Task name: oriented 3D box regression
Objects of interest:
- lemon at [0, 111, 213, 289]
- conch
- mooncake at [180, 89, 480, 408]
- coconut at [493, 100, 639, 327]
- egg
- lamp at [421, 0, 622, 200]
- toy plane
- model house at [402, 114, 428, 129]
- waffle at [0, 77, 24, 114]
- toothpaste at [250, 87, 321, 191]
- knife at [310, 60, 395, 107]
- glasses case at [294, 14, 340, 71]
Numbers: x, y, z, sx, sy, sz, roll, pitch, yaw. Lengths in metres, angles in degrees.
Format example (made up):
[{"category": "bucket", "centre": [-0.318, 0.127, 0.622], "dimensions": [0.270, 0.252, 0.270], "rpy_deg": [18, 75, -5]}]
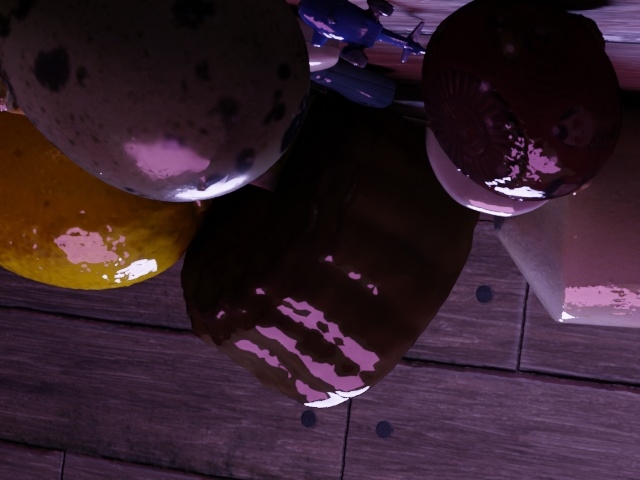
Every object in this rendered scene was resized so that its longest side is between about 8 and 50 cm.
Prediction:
[{"category": "lemon", "centre": [-0.255, -0.073, 1.953], "dimensions": [0.320, 0.245, 0.245], "rpy_deg": [10, 178, 18]}, {"category": "conch", "centre": [0.160, -0.113, 1.690], "dimensions": [0.158, 0.127, 0.255], "rpy_deg": [-5, -156, -8]}, {"category": "mooncake", "centre": [0.001, 0.000, 1.941], "dimensions": [0.187, 0.324, 0.324], "rpy_deg": [34, 166, -23]}, {"category": "coconut", "centre": [0.279, -0.026, 1.817], "dimensions": [0.241, 0.241, 0.241], "rpy_deg": [7, 177, 0]}, {"category": "egg", "centre": [-0.118, -0.122, 1.289], "dimensions": [0.228, 0.177, 0.177], "rpy_deg": [20, 178, 3]}, {"category": "lamp", "centre": [0.151, -0.110, 1.360], "dimensions": [0.135, 0.156, 0.157], "rpy_deg": [-33, -123, -28]}, {"category": "toy plane", "centre": [0.033, -0.163, 1.433], "dimensions": [0.062, 0.054, 0.167], "rpy_deg": [36, -166, 35]}, {"category": "model house", "centre": [0.092, -0.094, 2.183], "dimensions": [0.207, 0.136, 0.219], "rpy_deg": [48, 145, -16]}, {"category": "waffle", "centre": [-0.319, -0.154, 1.676], "dimensions": [0.304, 0.077, 0.348], "rpy_deg": [8, -174, 19]}, {"category": "toothpaste", "centre": [-0.100, -0.123, 1.723], "dimensions": [0.077, 0.110, 0.327], "rpy_deg": [26, -176, 18]}, {"category": "knife", "centre": [-0.029, -0.164, 1.740], "dimensions": [0.244, 0.032, 0.058], "rpy_deg": [15, -178, -38]}, {"category": "glasses case", "centre": [-0.084, -0.167, 1.514], "dimensions": [0.204, 0.051, 0.081], "rpy_deg": [8, 176, -17]}]
